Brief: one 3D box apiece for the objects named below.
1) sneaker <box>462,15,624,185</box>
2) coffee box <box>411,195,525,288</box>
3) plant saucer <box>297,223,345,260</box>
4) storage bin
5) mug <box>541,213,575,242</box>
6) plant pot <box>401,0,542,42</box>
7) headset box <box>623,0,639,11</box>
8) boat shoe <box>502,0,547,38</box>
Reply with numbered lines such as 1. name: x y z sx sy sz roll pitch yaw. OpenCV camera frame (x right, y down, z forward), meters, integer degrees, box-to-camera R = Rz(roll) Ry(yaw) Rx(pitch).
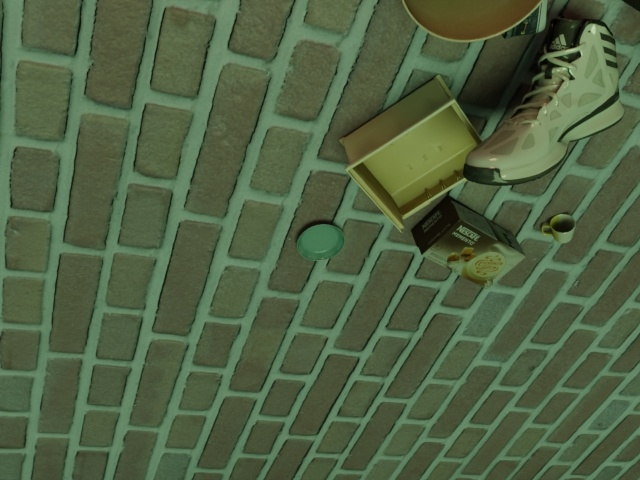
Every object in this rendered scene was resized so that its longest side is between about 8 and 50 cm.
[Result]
1. sneaker: 0.434 -0.298 1.419 0.447 0.169 0.257 -32 122 -27
2. coffee box: 0.370 0.008 1.780 0.246 0.098 0.141 27 121 -31
3. plant saucer: 0.000 0.000 1.745 0.119 0.021 0.119 -6 132 -6
4. storage bin: 0.221 -0.179 1.562 0.262 0.123 0.260 -32 130 16
5. mug: 0.620 -0.029 1.839 0.062 0.078 0.064 -45 143 -15
6. plant pot: 0.247 -0.513 1.220 0.284 0.191 0.284 -6 132 -7
7. headset box: 0.747 -0.466 1.307 0.110 0.293 0.218 -27 153 -51
8. boat shoe: 0.390 -0.474 1.371 0.083 0.065 0.183 -15 134 -1
